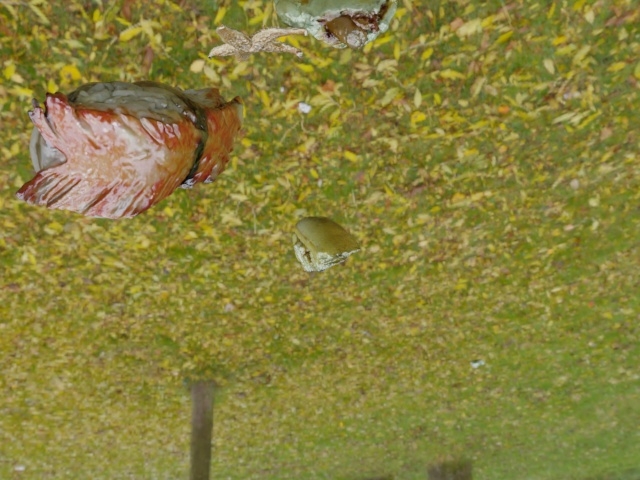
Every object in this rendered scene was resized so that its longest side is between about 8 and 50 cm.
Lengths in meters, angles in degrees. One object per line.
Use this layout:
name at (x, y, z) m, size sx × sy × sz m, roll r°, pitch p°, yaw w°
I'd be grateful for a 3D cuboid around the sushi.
sushi at (-0.189, -0.113, 0.655) m, size 0.130 × 0.332 × 0.124 m, roll 15°, pitch 110°, yaw 8°

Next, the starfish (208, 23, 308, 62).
starfish at (-0.138, -0.436, 1.286) m, size 0.231 × 0.048 × 0.295 m, roll -5°, pitch -179°, yaw 4°

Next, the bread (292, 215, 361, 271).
bread at (0.002, -0.002, 1.210) m, size 0.103 × 0.110 × 0.156 m, roll -25°, pitch -174°, yaw -30°

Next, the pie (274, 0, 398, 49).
pie at (0.037, -0.536, 1.298) m, size 0.274 × 0.257 × 0.105 m, roll 23°, pitch 152°, yaw 16°
